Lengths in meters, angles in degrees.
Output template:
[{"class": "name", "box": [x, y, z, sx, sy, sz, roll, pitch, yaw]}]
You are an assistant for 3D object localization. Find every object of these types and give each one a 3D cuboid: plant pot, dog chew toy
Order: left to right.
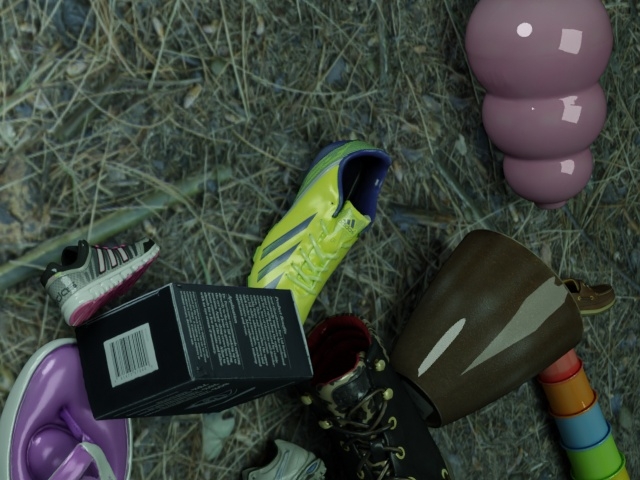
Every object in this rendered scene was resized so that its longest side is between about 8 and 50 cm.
[{"class": "plant pot", "box": [0.200, 0.140, 1.752, 0.230, 0.215, 0.215, -42, 120, -21]}, {"class": "dog chew toy", "box": [0.317, -0.205, 1.847, 0.206, 0.206, 0.332, -26, 118, -40]}]

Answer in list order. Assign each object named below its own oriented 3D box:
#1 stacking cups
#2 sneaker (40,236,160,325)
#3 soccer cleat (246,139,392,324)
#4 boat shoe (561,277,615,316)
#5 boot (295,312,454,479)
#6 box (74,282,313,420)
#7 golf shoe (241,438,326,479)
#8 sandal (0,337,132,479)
[{"class": "stacking cups", "box": [0.402, 0.278, 2.023, 0.096, 0.096, 0.316, -38, 112, -36]}, {"class": "sneaker", "box": [-0.240, 0.027, 1.401, 0.075, 0.063, 0.170, 44, 36, 5]}, {"class": "soccer cleat", "box": [-0.001, -0.001, 1.591, 0.093, 0.121, 0.289, 40, 65, -38]}, {"class": "boat shoe", "box": [0.401, 0.088, 2.020, 0.178, 0.064, 0.060, -13, 102, -40]}, {"class": "boot", "box": [0.078, 0.273, 1.569, 0.284, 0.138, 0.377, 62, 12, -21]}, {"class": "box", "box": [-0.135, 0.122, 1.411, 0.207, 0.153, 0.108, 6, 65, -54]}, {"class": "golf shoe", "box": [-0.072, 0.323, 1.582, 0.176, 0.086, 0.069, -50, 168, -27]}, {"class": "sandal", "box": [-0.261, 0.313, 1.364, 0.169, 0.102, 0.416, 14, 80, -45]}]
